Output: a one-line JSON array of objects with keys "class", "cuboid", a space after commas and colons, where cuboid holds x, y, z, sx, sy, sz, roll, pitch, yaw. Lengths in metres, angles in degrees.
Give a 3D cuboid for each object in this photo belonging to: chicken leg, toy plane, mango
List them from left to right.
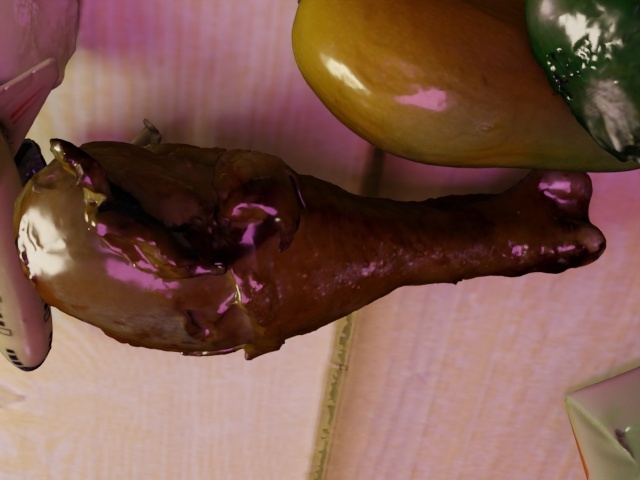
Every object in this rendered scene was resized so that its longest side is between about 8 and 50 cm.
[{"class": "toy plane", "cuboid": [-0.221, -0.001, 0.524, 0.242, 0.104, 0.256, -24, 152, -30]}, {"class": "chicken leg", "cuboid": [-0.012, 0.008, 0.510, 0.361, 0.212, 0.140, 3, 88, -28]}, {"class": "mango", "cuboid": [0.099, -0.101, 0.455, 0.238, 0.137, 0.091, 4, 141, -23]}]

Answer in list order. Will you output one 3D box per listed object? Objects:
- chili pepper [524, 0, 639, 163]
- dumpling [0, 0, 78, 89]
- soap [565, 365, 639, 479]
[{"class": "chili pepper", "cuboid": [0.193, -0.169, 0.362, 0.148, 0.116, 0.264, 28, 85, -7]}, {"class": "dumpling", "cuboid": [-0.241, -0.159, 0.462, 0.170, 0.100, 0.134, 8, 107, -3]}, {"class": "soap", "cuboid": [0.305, 0.213, 0.593, 0.139, 0.182, 0.199, -30, 114, 20]}]
